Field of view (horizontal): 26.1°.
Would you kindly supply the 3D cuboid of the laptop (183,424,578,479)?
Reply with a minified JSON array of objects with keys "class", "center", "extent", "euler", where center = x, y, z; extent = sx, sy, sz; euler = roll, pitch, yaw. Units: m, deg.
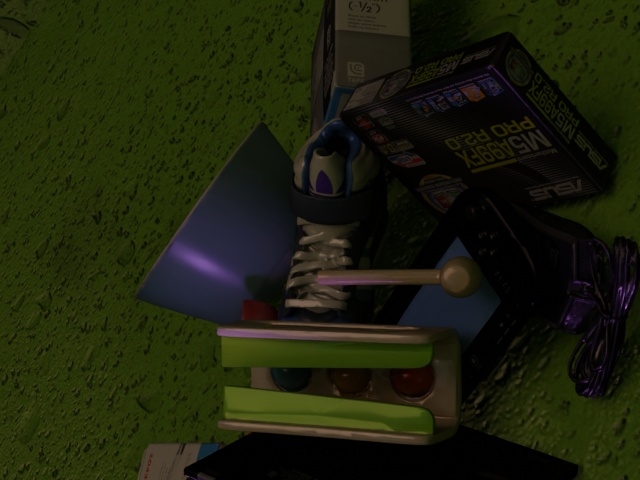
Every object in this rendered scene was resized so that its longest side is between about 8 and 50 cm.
[{"class":"laptop","center":[0.023,0.382,1.550],"extent":[0.382,0.408,0.236],"euler":[14,120,46]}]

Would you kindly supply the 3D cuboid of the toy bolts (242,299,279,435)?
[{"class":"toy bolts","center":[-0.022,0.195,1.878],"extent":[0.218,0.159,0.228],"euler":[88,-179,-73]}]

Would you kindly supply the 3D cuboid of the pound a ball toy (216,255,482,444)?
[{"class":"pound a ball toy","center":[0.045,0.121,1.608],"extent":[0.319,0.136,0.208],"euler":[0,91,25]}]

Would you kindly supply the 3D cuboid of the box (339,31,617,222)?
[{"class":"box","center":[0.185,-0.125,1.662],"extent":[0.270,0.216,0.060],"euler":[-12,40,50]}]

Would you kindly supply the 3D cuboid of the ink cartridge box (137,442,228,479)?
[{"class":"ink cartridge box","center":[-0.186,0.368,1.998],"extent":[0.191,0.082,0.139],"euler":[-11,62,52]}]

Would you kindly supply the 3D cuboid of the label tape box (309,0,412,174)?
[{"class":"label tape box","center":[0.052,-0.278,1.932],"extent":[0.249,0.115,0.347],"euler":[106,165,-60]}]

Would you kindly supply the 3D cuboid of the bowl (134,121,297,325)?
[{"class":"bowl","center":[-0.110,0.000,1.981],"extent":[0.311,0.163,0.311],"euler":[-55,3,4]}]

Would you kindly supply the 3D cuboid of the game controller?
[{"class":"game controller","center":[0.157,0.086,1.631],"extent":[0.319,0.067,0.166],"euler":[-60,42,41]}]

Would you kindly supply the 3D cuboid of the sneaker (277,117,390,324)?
[{"class":"sneaker","center":[0.001,0.000,1.748],"extent":[0.130,0.236,0.322],"euler":[5,54,19]}]

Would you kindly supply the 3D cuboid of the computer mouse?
[{"class":"computer mouse","center":[0.272,0.043,1.573],"extent":[0.272,0.072,0.188],"euler":[39,123,53]}]
